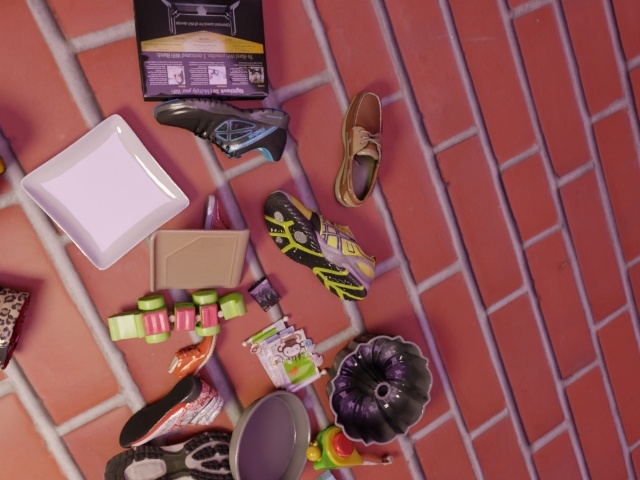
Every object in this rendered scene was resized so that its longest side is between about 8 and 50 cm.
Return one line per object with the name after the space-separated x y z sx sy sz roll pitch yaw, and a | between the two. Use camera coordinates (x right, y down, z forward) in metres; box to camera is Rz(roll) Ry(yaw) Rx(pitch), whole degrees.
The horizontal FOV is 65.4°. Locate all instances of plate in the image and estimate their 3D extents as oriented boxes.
-0.514 -0.116 1.217 0.278 0.045 0.277 -40 108 -11 | plate

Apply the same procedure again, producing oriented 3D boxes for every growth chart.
-0.094 0.332 1.432 0.172 0.021 0.237 -35 107 -14 | growth chart

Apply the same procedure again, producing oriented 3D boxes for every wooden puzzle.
-0.305 0.045 1.258 0.238 0.044 0.221 -3 138 -21 | wooden puzzle

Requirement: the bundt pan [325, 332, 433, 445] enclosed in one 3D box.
0.159 0.424 1.477 0.331 0.124 0.331 -2 96 -20 | bundt pan

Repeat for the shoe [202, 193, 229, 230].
-0.265 -0.031 1.309 0.081 0.063 0.178 4 100 -21 | shoe

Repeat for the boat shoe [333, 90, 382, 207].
0.126 -0.249 1.389 0.122 0.120 0.324 6 94 -20 | boat shoe

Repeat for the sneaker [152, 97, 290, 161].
-0.244 -0.277 1.254 0.341 0.125 0.140 3 100 -18 | sneaker

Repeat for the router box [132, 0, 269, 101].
-0.291 -0.474 1.236 0.309 0.081 0.243 -6 98 -19 | router box

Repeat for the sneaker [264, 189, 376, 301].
0.000 0.000 1.387 0.385 0.145 0.147 47 50 -16 | sneaker

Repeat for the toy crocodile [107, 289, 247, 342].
-0.359 0.196 1.276 0.340 0.105 0.115 -5 98 -19 | toy crocodile

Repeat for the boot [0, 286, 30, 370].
-0.843 0.237 1.098 0.284 0.138 0.377 19 84 -21 | boot

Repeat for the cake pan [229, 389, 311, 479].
-0.136 0.555 1.355 0.293 0.054 0.293 7 81 -51 | cake pan

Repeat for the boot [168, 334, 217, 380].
-0.337 0.301 1.323 0.084 0.059 0.158 33 86 -15 | boot

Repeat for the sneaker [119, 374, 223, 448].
-0.381 0.471 1.306 0.270 0.090 0.145 -39 131 5 | sneaker

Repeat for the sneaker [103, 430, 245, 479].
-0.370 0.626 1.329 0.410 0.158 0.182 8 132 -30 | sneaker

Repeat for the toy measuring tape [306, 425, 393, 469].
0.088 0.619 1.498 0.330 0.121 0.121 17 90 -37 | toy measuring tape

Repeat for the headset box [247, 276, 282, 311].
-0.156 0.146 1.381 0.062 0.032 0.083 -39 109 -11 | headset box

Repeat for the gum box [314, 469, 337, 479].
-0.003 0.812 1.507 0.184 0.041 0.157 -36 107 -13 | gum box

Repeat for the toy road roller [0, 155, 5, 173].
-0.819 -0.180 1.027 0.240 0.202 0.329 -34 112 -26 | toy road roller
